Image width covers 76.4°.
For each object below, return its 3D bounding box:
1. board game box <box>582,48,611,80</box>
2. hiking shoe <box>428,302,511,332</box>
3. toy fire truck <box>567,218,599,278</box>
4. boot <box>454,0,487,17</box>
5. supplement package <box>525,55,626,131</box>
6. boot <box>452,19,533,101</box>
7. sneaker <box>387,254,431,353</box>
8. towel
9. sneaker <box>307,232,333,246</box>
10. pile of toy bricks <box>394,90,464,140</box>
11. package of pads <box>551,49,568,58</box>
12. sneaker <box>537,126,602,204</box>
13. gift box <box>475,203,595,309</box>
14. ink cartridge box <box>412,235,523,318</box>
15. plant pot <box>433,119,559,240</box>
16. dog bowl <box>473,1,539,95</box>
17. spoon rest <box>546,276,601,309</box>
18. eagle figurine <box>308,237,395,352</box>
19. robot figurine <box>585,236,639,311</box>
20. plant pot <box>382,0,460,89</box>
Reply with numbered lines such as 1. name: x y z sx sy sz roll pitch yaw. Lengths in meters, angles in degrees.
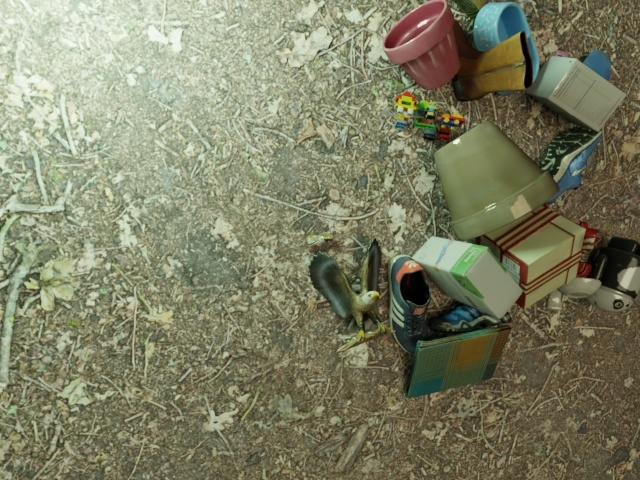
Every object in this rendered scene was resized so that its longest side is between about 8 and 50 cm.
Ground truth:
1. board game box: 0.946 -0.579 1.435 0.133 0.033 0.169 37 93 -24
2. hiking shoe: 0.510 0.248 1.427 0.303 0.113 0.132 -7 77 -14
3. toy fire truck: 0.952 0.039 1.498 0.246 0.158 0.217 9 97 -7
4. boot: 0.475 -0.857 1.222 0.236 0.089 0.270 31 91 -32
5. supplement package: 0.841 -0.487 1.347 0.244 0.134 0.139 22 113 -19
6. boot: 0.463 -0.540 1.166 0.096 0.280 0.264 -19 104 -13
7. sneaker: 0.301 0.227 1.323 0.131 0.148 0.350 -17 104 -13
8. towel: 0.477 0.426 1.428 0.369 0.040 0.272 -7 123 -17
9. sneaker: 0.000 0.000 1.261 0.083 0.032 0.037 -5 115 -11
10. pile of toy bricks: 0.328 -0.394 1.260 0.212 0.118 0.105 11 68 -2
11. package of pads: 0.813 -0.602 1.390 0.050 0.032 0.083 2 99 -16
12. sneaker: 0.864 -0.264 1.432 0.330 0.130 0.147 -47 123 -1
13. gift box: 0.683 0.024 1.306 0.258 0.255 0.276 -28 136 -11
14. ink cartridge box: 0.449 0.105 1.279 0.117 0.278 0.201 -47 108 -7
15. plant pot: 0.499 -0.197 1.250 0.323 0.323 0.280 -32 90 -9
16. dog bowl: 0.591 -0.599 1.272 0.166 0.074 0.297 -47 121 -11
17. spoon rest: 0.883 0.175 1.450 0.137 0.276 0.084 5 66 9
18. eagle figurine: 0.119 0.164 1.264 0.226 0.225 0.299 2 64 -55
19. robot figurine: 1.114 0.131 1.530 0.209 0.173 0.278 23 93 16
20. plant pot: 0.309 -0.550 1.178 0.201 0.201 0.180 -48 124 -4
